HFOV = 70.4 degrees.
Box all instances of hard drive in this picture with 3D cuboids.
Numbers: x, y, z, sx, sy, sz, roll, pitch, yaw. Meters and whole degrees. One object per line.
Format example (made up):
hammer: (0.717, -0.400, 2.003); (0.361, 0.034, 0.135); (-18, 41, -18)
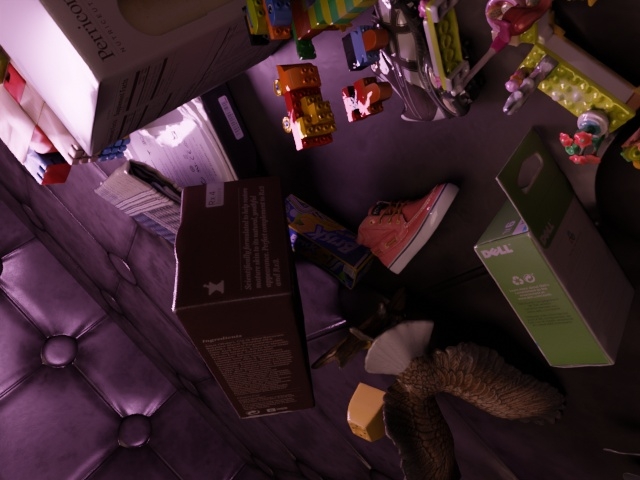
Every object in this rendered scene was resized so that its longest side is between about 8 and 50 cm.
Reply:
hard drive: (-0.244, -0.150, 0.816); (0.339, 0.064, 0.236); (7, 129, 44)

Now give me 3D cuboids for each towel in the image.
towel: (-0.244, -0.035, 0.837); (0.312, 0.056, 0.324); (38, 159, -28)

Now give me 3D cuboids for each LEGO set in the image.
LEGO set: (0.165, -0.128, 0.332); (0.287, 0.107, 0.132); (49, 167, -27)

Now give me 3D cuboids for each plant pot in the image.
plant pot: (0.102, 0.363, 0.943); (0.082, 0.083, 0.081); (9, 130, 43)

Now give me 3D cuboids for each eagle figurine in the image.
eagle figurine: (0.170, 0.217, 0.647); (0.298, 0.225, 0.226); (50, 136, 14)

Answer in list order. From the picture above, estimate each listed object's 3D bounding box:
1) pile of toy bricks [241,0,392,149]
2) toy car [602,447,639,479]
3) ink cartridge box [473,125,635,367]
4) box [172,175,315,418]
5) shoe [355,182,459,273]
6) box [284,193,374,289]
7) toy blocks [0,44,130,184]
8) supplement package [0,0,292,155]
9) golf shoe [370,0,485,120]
pile of toy bricks: (0.009, -0.189, 0.352); (0.105, 0.118, 0.212); (-2, 105, 58)
toy car: (0.423, 0.296, 0.504); (0.155, 0.149, 0.188); (52, 158, -25)
ink cartridge box: (0.219, 0.009, 0.445); (0.209, 0.109, 0.062); (54, 144, -10)
box: (-0.095, 0.107, 0.680); (0.143, 0.191, 0.381); (-8, 143, -1)
shoe: (0.100, -0.026, 0.574); (0.081, 0.063, 0.178); (35, 148, 7)
box: (0.000, 0.000, 0.709); (0.169, 0.059, 0.054); (33, 145, 18)
toy blocks: (-0.427, -0.243, 0.763); (0.261, 0.191, 0.381); (48, 122, 7)
supplement package: (-0.163, -0.251, 0.433); (0.199, 0.263, 0.198); (55, 153, -12)
golf shoe: (0.071, -0.198, 0.425); (0.094, 0.077, 0.198); (-9, 117, 50)
